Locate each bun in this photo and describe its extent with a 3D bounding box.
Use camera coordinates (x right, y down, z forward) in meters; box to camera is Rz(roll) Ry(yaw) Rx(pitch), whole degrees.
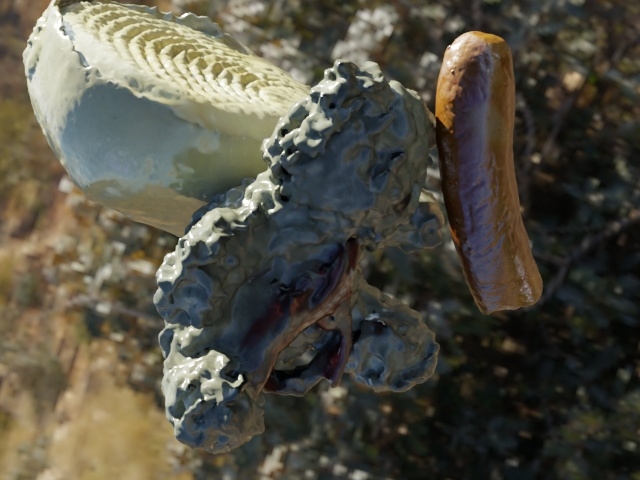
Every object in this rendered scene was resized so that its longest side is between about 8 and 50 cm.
[{"bbox_3d":[-0.170,-0.120,1.874,0.202,0.364,0.364,-64,35,18],"label":"bun"}]

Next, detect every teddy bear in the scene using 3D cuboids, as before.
[{"bbox_3d":[0.000,0.000,1.665,0.224,0.357,0.367,48,129,29],"label":"teddy bear"}]

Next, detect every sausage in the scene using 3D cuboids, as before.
[{"bbox_3d":[0.166,-0.058,1.710,0.076,0.103,0.302,2,114,33],"label":"sausage"}]
